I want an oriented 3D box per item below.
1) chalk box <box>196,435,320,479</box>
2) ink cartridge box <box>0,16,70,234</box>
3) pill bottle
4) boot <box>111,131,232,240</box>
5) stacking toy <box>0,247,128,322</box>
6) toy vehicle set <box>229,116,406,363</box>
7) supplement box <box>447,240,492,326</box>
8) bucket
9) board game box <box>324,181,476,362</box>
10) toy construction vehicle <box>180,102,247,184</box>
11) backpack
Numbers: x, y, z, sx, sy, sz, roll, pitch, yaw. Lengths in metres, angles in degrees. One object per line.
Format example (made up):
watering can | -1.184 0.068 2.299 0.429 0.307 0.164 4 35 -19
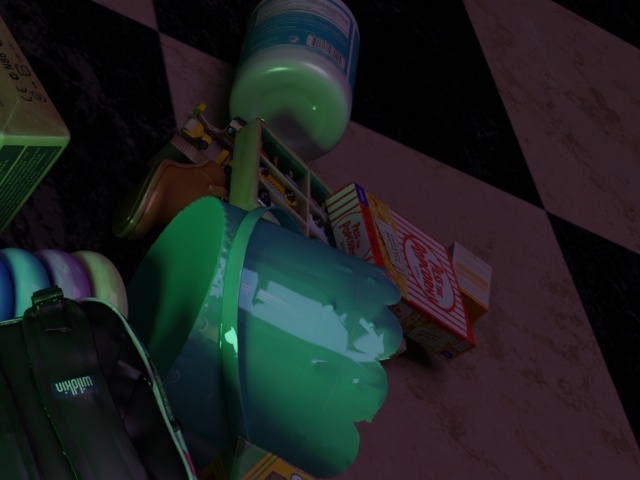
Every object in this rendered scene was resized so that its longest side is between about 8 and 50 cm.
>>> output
chalk box | -0.063 0.292 1.396 0.132 0.132 0.213 32 38 -19
ink cartridge box | -0.350 -0.117 1.588 0.088 0.193 0.234 -3 53 -50
pill bottle | -0.027 -0.219 2.164 0.146 0.146 0.264 34 30 -16
boot | -0.130 -0.022 1.864 0.152 0.073 0.197 44 34 -11
stacking toy | -0.331 0.052 1.466 0.330 0.141 0.141 13 41 -36
toy vehicle set | 0.000 0.000 1.962 0.267 0.035 0.166 44 26 -28
supplement box | 0.176 0.053 2.169 0.062 0.036 0.098 36 30 -13
bucket | -0.072 0.103 1.584 0.183 0.281 0.281 27 33 -21
board game box | 0.091 0.037 1.987 0.193 0.045 0.146 33 33 -44
toy construction vehicle | -0.117 -0.109 2.033 0.098 0.035 0.086 36 41 -8
backpack | -0.210 0.195 1.326 0.225 0.191 0.253 -16 53 -22
